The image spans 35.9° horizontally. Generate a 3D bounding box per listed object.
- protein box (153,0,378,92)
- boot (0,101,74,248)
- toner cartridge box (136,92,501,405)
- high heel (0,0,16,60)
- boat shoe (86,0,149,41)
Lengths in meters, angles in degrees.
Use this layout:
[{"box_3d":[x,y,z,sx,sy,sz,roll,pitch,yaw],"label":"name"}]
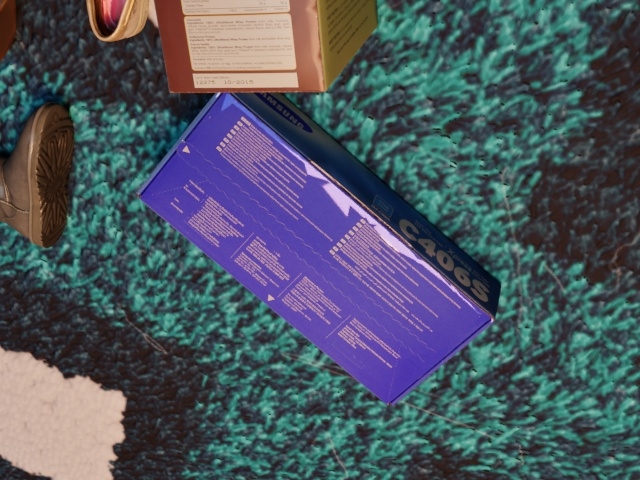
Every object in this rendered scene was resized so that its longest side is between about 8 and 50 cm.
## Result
[{"box_3d":[-0.044,-0.248,0.815,0.136,0.200,0.201,2,117,16],"label":"protein box"},{"box_3d":[-0.381,-0.092,1.085,0.209,0.076,0.189,22,119,12],"label":"boot"},{"box_3d":[0.000,0.000,1.007,0.348,0.075,0.165,41,120,-7],"label":"toner cartridge box"},{"box_3d":[-0.375,-0.309,0.867,0.181,0.127,0.377,21,143,0],"label":"high heel"},{"box_3d":[-0.193,-0.268,0.932,0.063,0.059,0.170,10,119,12],"label":"boat shoe"}]
